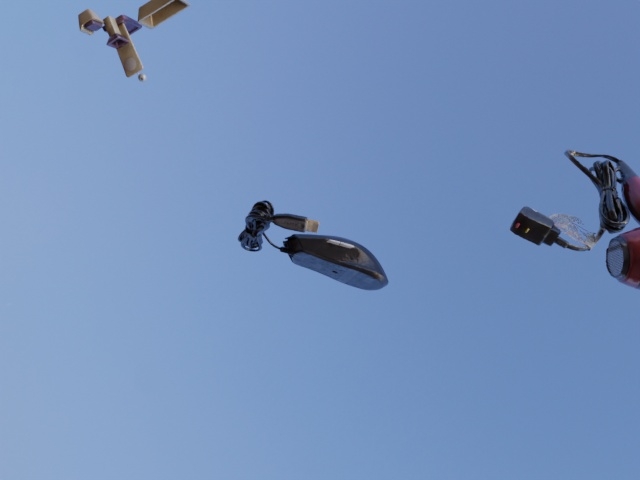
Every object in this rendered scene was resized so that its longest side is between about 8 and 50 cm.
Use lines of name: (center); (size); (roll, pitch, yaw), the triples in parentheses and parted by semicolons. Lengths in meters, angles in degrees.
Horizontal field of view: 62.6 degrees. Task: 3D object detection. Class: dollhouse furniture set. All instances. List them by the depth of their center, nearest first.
dollhouse furniture set: (-0.216, -0.255, 0.650); (0.114, 0.091, 0.081); (-23, -91, 16)

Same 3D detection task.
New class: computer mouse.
computer mouse: (0.000, 0.000, 0.841); (0.262, 0.184, 0.060); (19, -112, -2)

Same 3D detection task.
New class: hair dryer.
hair dryer: (0.415, -0.031, 0.654); (0.294, 0.224, 0.080); (33, -28, 30)
